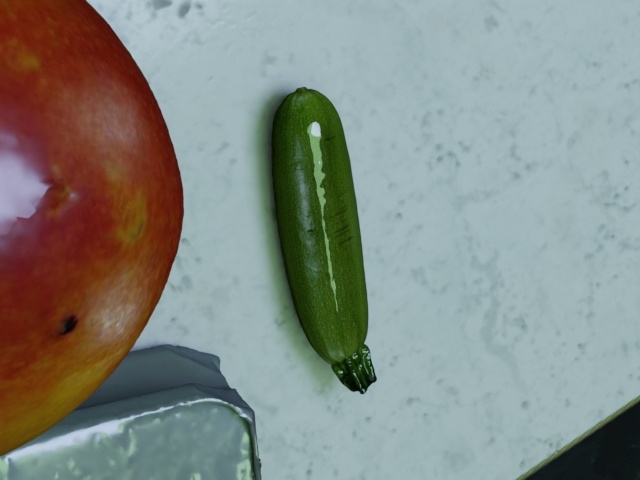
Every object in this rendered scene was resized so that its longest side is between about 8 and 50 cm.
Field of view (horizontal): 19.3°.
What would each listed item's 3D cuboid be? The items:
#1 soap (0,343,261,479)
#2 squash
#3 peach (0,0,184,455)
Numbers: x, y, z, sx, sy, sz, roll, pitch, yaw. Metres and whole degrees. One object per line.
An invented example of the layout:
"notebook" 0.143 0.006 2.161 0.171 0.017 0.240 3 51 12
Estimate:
"soap" -0.188 0.234 1.432 0.302 0.159 0.257 -9 107 -20
"squash" 0.000 0.000 1.506 0.066 0.066 0.252 -13 106 -20
"peach" -0.268 -0.032 1.235 0.388 0.388 0.388 -5 103 -22
